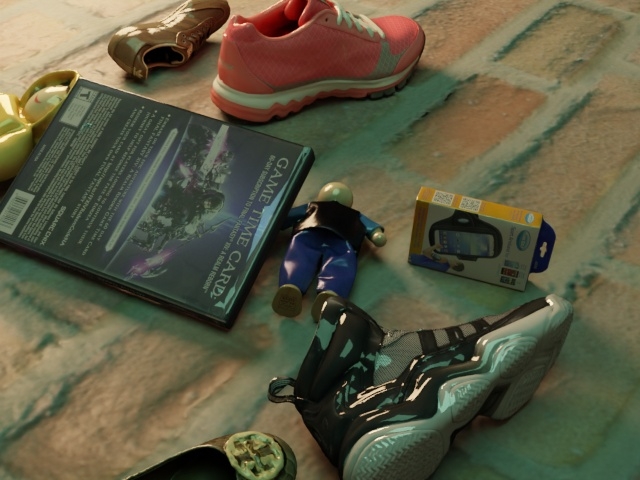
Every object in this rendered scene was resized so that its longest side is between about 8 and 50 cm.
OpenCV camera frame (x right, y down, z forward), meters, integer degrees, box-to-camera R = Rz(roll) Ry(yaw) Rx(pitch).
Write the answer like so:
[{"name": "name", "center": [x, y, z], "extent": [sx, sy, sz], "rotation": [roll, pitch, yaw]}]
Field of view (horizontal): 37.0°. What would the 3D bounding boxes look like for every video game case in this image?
[{"name": "video game case", "center": [-0.168, -0.045, 0.940], "extent": [0.274, 0.026, 0.196], "rotation": [19, 68, 16]}]

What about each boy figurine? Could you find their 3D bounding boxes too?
[{"name": "boy figurine", "center": [-0.377, -0.114, 1.023], "extent": [0.285, 0.092, 0.177], "rotation": [-13, 39, -15]}]

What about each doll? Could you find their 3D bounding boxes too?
[{"name": "doll", "center": [0.000, 0.000, 0.947], "extent": [0.129, 0.046, 0.189], "rotation": [10, 40, 6]}]

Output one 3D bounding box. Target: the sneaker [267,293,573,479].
[{"name": "sneaker", "center": [0.084, 0.092, 0.795], "extent": [0.269, 0.101, 0.153], "rotation": [-30, 52, -32]}]

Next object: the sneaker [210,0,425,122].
[{"name": "sneaker", "center": [0.012, -0.247, 1.183], "extent": [0.314, 0.136, 0.116], "rotation": [-22, 47, -29]}]

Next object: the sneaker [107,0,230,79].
[{"name": "sneaker", "center": [-0.184, -0.259, 1.254], "extent": [0.188, 0.066, 0.071], "rotation": [-31, 67, -29]}]

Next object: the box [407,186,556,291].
[{"name": "box", "center": [0.157, 0.001, 0.932], "extent": [0.136, 0.081, 0.028], "rotation": [15, 40, 14]}]

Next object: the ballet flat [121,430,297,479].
[{"name": "ballet flat", "center": [-0.126, 0.195, 0.684], "extent": [0.250, 0.058, 0.084], "rotation": [-18, 45, -25]}]
